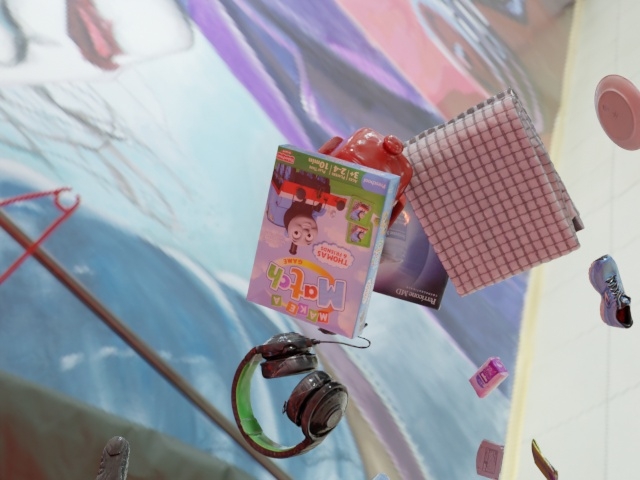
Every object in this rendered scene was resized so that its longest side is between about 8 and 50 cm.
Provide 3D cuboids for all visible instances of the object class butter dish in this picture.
[{"bbox_3d":[0.081,-0.112,1.399,0.118,0.160,0.160,-47,2,34],"label":"butter dish"}]

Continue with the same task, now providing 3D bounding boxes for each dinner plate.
[{"bbox_3d":[0.522,-0.221,1.616,0.017,0.141,0.141,-22,5,-16],"label":"dinner plate"}]

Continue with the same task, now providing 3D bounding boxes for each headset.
[{"bbox_3d":[-0.051,0.286,1.896,0.394,0.243,0.185,-45,-26,25],"label":"headset"}]

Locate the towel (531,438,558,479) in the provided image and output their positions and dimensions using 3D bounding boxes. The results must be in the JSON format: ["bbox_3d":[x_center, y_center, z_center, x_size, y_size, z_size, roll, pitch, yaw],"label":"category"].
[{"bbox_3d":[0.314,0.315,1.289,0.009,0.083,0.060,-30,50,-4],"label":"towel"}]

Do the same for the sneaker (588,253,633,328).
[{"bbox_3d":[0.570,0.100,1.778,0.063,0.162,0.073,-27,20,-11],"label":"sneaker"}]

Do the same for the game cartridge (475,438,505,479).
[{"bbox_3d":[0.362,0.468,1.983,0.017,0.056,0.083,-27,-54,-65],"label":"game cartridge"}]

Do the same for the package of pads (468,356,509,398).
[{"bbox_3d":[0.352,0.288,1.940,0.032,0.050,0.083,5,-47,-42],"label":"package of pads"}]

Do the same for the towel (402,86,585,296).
[{"bbox_3d":[0.280,-0.079,1.535,0.235,0.283,0.121,-26,15,18],"label":"towel"}]

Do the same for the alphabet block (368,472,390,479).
[{"bbox_3d":[0.085,0.637,1.926,0.197,0.192,0.193,-44,-9,36],"label":"alphabet block"}]

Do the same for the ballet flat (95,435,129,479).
[{"bbox_3d":[-0.329,0.383,1.460,0.057,0.049,0.173,-5,34,7],"label":"ballet flat"}]

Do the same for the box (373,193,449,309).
[{"bbox_3d":[0.172,-0.023,2.180,0.183,0.296,0.294,-120,46,-81],"label":"box"}]

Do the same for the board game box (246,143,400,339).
[{"bbox_3d":[0.000,0.000,1.176,0.039,0.160,0.211,-19,-56,-63],"label":"board game box"}]
